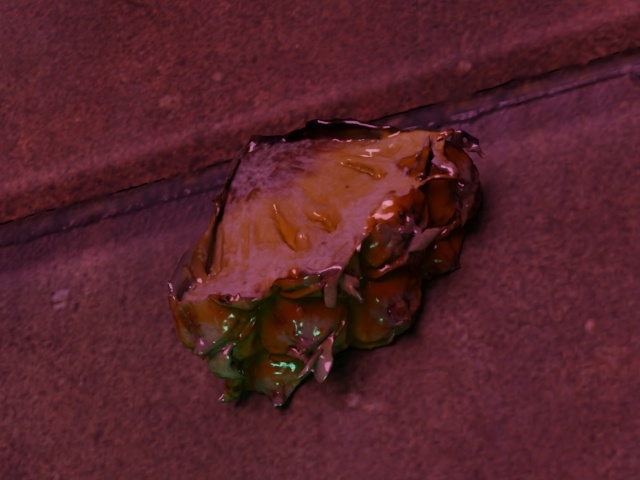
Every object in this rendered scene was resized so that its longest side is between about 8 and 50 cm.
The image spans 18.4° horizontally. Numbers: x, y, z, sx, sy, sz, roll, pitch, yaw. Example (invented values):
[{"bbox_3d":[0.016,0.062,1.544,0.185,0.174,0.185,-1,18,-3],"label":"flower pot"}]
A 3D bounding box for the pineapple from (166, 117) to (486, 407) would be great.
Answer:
[{"bbox_3d":[0.000,0.000,1.323,0.236,0.114,0.186,-36,46,-9],"label":"pineapple"}]
